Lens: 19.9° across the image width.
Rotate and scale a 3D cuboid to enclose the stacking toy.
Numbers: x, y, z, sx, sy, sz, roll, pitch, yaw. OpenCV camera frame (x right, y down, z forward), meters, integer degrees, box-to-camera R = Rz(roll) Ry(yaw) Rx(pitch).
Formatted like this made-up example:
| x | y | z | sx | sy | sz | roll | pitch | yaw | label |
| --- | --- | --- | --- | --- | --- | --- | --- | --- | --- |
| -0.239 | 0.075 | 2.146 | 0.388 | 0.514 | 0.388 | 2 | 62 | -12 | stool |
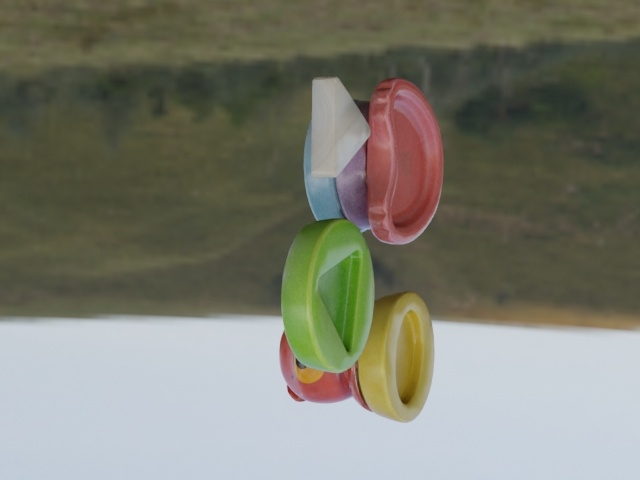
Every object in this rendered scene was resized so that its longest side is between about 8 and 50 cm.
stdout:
| x | y | z | sx | sy | sz | roll | pitch | yaw | label |
| --- | --- | --- | --- | --- | --- | --- | --- | --- | --- |
| 0.000 | 0.000 | 1.642 | 0.130 | 0.309 | 0.279 | 0 | 170 | 26 | stacking toy |
